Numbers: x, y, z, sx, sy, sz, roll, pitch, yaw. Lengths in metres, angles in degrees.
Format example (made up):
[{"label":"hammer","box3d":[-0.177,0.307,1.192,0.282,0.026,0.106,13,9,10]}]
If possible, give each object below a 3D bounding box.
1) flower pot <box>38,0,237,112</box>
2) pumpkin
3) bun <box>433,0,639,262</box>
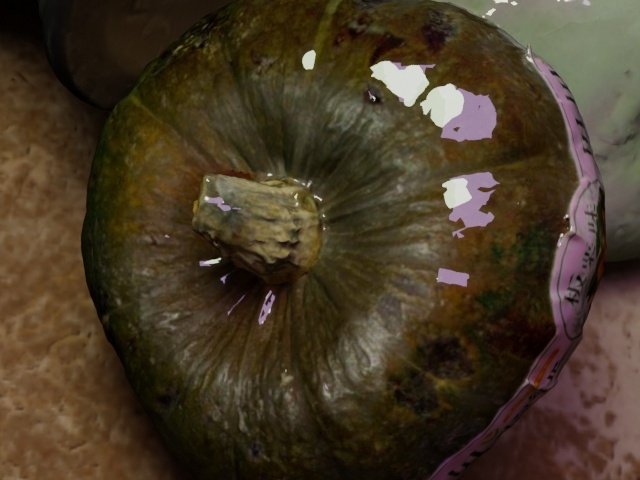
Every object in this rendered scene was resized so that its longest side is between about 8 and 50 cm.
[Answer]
[{"label":"flower pot","box3d":[-0.123,-0.222,1.005,0.266,0.266,0.267,-29,63,-25]},{"label":"pumpkin","box3d":[-0.001,-0.001,0.910,0.260,0.189,0.260,-4,79,23]},{"label":"bun","box3d":[0.137,-0.136,1.055,0.293,0.187,0.293,3,60,-6]}]
